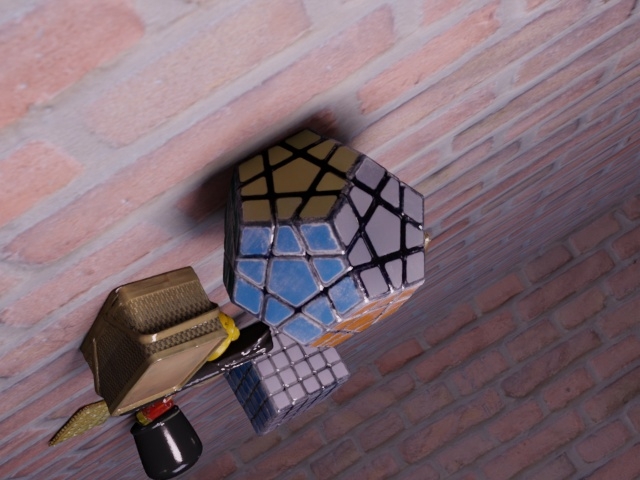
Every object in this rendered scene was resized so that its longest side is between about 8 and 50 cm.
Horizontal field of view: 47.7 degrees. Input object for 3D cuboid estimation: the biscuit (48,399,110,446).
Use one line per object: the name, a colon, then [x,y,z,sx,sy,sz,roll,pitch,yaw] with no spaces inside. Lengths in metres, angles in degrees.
biscuit: [-0.549,0.425,1.728,0.144,0.016,0.203,-13,154,-48]

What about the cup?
cup: [-0.448,0.564,2.028,0.223,0.177,0.169,-19,-170,42]

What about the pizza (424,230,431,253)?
pizza: [0.212,0.061,1.954,0.189,0.071,0.297,-11,154,-48]

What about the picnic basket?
picnic basket: [-0.292,0.178,1.256,0.165,0.139,0.267,-17,158,-41]

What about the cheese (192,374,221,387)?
cheese: [-0.252,0.282,1.772,0.227,0.064,0.137,-43,161,29]

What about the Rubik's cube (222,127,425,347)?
Rubik's cube: [0.000,0.000,1.042,0.319,0.319,0.264,-41,-173,28]

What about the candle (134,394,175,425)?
candle: [-0.431,0.437,1.917,0.130,0.052,0.052,-38,163,17]

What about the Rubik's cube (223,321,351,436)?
Rubik's cube: [-0.098,0.339,1.901,0.238,0.237,0.237,-21,162,-29]

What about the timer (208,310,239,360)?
timer: [-0.218,0.201,1.510,0.107,0.107,0.109,-39,122,22]

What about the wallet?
wallet: [-0.277,0.279,1.599,0.377,0.051,0.197,-24,-173,-4]
